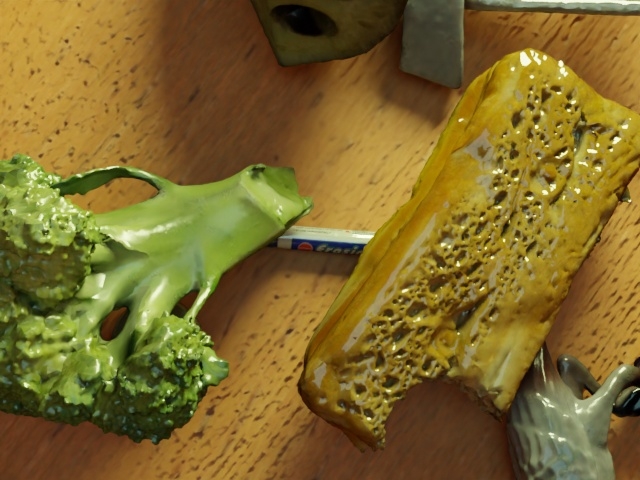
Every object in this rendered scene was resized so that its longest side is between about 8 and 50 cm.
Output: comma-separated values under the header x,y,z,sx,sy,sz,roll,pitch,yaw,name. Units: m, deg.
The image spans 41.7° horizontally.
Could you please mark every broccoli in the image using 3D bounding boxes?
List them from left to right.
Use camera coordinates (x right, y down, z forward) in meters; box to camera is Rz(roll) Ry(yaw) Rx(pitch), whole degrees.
x,y,z,sx,sy,sz,roll,pitch,yaw,name
-0.167,0.029,0.669,0.301,0.186,0.254,-11,55,10,broccoli

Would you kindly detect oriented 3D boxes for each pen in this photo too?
x,y,z,sx,sy,sz,roll,pitch,yaw,name
0.000,0.000,0.797,0.204,0.025,0.025,4,82,-3,pen

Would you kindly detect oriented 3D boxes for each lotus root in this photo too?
x,y,z,sx,sy,sz,roll,pitch,yaw,name
-0.014,-0.315,0.768,0.210,0.142,0.314,-13,76,10,lotus root

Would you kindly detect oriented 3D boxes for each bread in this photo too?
x,y,z,sx,sy,sz,roll,pitch,yaw,name
0.139,0.024,0.741,0.185,0.109,0.380,35,80,-8,bread

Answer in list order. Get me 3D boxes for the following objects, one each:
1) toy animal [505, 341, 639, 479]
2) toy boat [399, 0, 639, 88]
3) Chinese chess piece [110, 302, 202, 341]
x,y,z,sx,sy,sz,roll,pitch,yaw,name
0.223,0.214,0.746,0.195,0.090,0.324,31,77,7,toy animal
0.190,-0.301,0.785,0.293,0.111,0.276,-14,96,8,toy boat
-0.149,0.094,0.770,0.084,0.034,0.084,1,80,-4,Chinese chess piece
